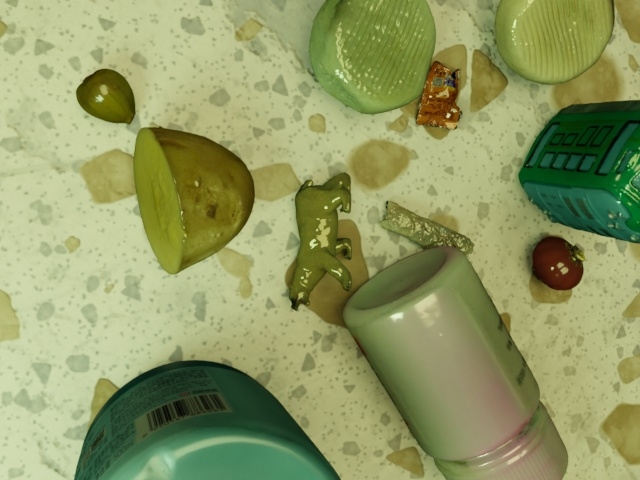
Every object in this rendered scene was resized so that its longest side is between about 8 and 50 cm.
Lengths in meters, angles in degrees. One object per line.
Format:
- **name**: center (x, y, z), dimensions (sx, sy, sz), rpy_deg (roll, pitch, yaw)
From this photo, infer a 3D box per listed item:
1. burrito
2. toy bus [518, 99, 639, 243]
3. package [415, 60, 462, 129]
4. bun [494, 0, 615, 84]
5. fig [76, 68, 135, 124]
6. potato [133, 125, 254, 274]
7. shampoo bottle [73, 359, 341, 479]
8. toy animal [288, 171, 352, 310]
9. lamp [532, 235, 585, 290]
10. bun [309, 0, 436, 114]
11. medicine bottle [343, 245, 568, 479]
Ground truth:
- **burrito**: center (0.180, -0.012, 1.114), dimensions (0.171, 0.042, 0.051), rpy_deg (25, 94, -15)
- **toy bus**: center (0.479, -0.108, 1.056), dimensions (0.184, 0.343, 0.199), rpy_deg (40, 89, -14)
- **package**: center (0.209, -0.247, 1.121), dimensions (0.077, 0.033, 0.110), rpy_deg (9, 93, -27)
- **bun**: center (0.395, -0.378, 1.136), dimensions (0.223, 0.127, 0.222), rpy_deg (-10, 124, -15)
- **fig**: center (-0.303, -0.203, 0.944), dimensions (0.088, 0.074, 0.074), rpy_deg (42, 79, -30)
- **potato**: center (-0.170, -0.070, 0.947), dimensions (0.158, 0.178, 0.203), rpy_deg (-18, 82, -32)
- **shampoo bottle**: center (-0.155, 0.350, 0.860), dimensions (0.332, 0.343, 0.330), rpy_deg (0, 91, -17)
- **toy animal**: center (0.000, 0.000, 1.041), dimensions (0.101, 0.103, 0.218), rpy_deg (0, 94, 2)
- **lamp**: center (0.422, 0.041, 1.166), dimensions (0.101, 0.090, 0.101), rpy_deg (29, 44, -33)
- **bun**: center (0.077, -0.307, 1.042), dimensions (0.221, 0.108, 0.221), rpy_deg (-2, 94, -26)
- **medicine bottle**: center (0.218, 0.220, 1.037), dimensions (0.219, 0.219, 0.388), rpy_deg (-35, 100, -14)
